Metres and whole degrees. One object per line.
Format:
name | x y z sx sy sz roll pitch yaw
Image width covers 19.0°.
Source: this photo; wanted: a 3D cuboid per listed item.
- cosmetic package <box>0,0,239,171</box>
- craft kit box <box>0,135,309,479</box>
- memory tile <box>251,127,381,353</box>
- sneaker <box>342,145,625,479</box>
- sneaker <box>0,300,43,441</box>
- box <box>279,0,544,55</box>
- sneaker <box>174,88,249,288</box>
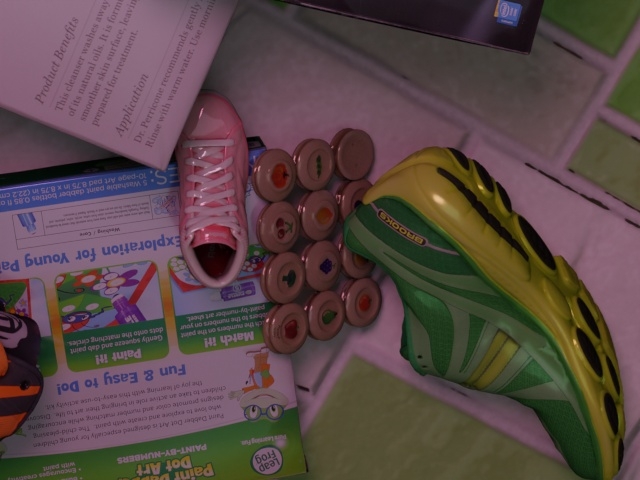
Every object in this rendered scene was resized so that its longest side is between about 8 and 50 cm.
cosmetic package | -0.237 -0.219 1.214 0.385 0.156 0.217 24 99 -13
craft kit box | -0.146 0.065 1.354 0.250 0.061 0.246 -8 103 -7
memory tile | 0.000 0.000 1.348 0.113 0.012 0.148 -16 108 -41
sneaker | 0.124 0.060 1.384 0.123 0.109 0.295 -27 113 26
sneaker | -0.258 0.021 1.222 0.180 0.124 0.321 4 122 -32
box | 0.040 -0.284 1.099 0.243 0.076 0.307 12 108 -8
sneaker | -0.071 -0.031 1.278 0.051 0.070 0.134 -2 104 -7
